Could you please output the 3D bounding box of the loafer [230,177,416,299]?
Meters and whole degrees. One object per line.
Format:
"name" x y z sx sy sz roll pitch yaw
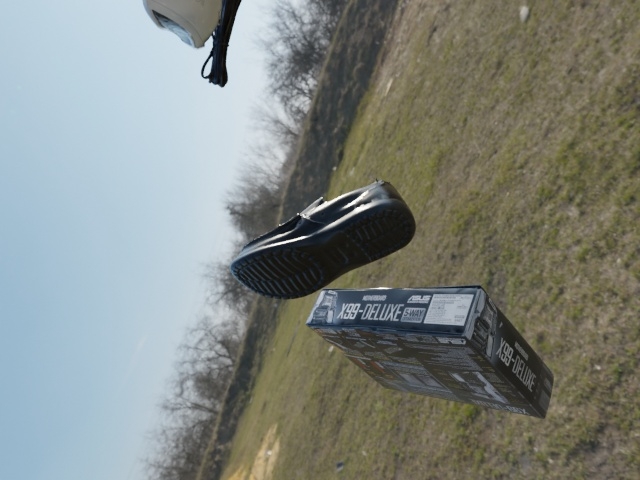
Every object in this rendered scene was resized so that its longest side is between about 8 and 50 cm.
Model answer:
"loafer" 0.000 0.000 0.508 0.220 0.080 0.078 -20 36 23

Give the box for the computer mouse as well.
"computer mouse" -0.108 -0.211 0.435 0.193 0.042 0.106 -72 2 -79

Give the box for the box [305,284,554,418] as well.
"box" 0.163 0.171 0.731 0.308 0.242 0.076 -9 46 49
